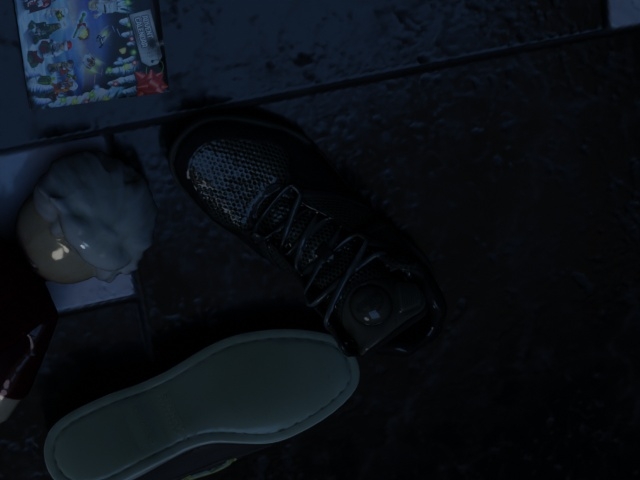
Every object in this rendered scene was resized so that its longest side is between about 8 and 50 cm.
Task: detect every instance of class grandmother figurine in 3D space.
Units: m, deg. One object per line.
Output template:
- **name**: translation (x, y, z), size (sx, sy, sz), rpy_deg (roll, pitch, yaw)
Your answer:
- **grandmother figurine**: translation (-0.260, 0.052, 1.083), size (0.342, 0.104, 0.208), rpy_deg (-33, 141, -2)

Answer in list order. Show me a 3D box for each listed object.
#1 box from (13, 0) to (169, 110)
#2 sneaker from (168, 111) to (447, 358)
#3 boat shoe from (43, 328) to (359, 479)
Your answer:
- **box**: translation (-0.152, -0.158, 1.060), size (0.094, 0.027, 0.137), rpy_deg (-9, 112, -10)
- **sneaker**: translation (0.000, 0.000, 1.100), size (0.227, 0.130, 0.087), rpy_deg (41, 96, -20)
- **boat shoe**: translation (-0.084, 0.124, 1.162), size (0.227, 0.069, 0.081), rpy_deg (-17, 73, -10)
